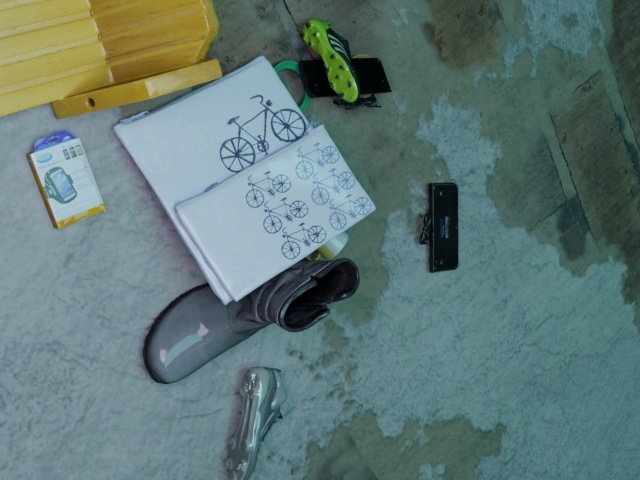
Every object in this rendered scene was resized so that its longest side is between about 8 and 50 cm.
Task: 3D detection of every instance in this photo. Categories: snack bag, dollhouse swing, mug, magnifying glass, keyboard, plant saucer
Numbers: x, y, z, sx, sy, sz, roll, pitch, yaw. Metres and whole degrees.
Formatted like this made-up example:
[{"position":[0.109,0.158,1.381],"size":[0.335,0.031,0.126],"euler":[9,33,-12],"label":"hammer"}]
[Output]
[{"position":[-0.115,-0.116,1.429],"size":[0.323,0.037,0.342],"euler":[-32,89,-27],"label":"snack bag"},{"position":[-0.373,-0.335,1.173],"size":[0.305,0.315,0.346],"euler":[-32,113,-50],"label":"dollhouse swing"},{"position":[0.003,-0.002,1.582],"size":[0.064,0.062,0.078],"euler":[42,64,-21],"label":"mug"},{"position":[-0.069,-0.202,1.540],"size":[0.092,0.026,0.230],"euler":[11,85,-35],"label":"magnifying glass"},{"position":[0.043,-0.280,1.592],"size":[0.192,0.038,0.100],"euler":[-10,78,-35],"label":"keyboard"},{"position":[0.236,-0.026,1.763],"size":[0.108,0.023,0.180],"euler":[-5,96,-41],"label":"keyboard"},{"position":[0.080,-0.307,1.638],"size":[0.084,0.013,0.083],"euler":[-2,94,-34],"label":"plant saucer"}]

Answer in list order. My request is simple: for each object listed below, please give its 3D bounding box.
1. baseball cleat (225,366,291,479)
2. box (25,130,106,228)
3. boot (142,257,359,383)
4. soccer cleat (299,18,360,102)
[{"position":[-0.101,0.325,1.527],"size":[0.109,0.072,0.205],"euler":[12,91,-41],"label":"baseball cleat"},{"position":[-0.387,-0.095,1.326],"size":[0.081,0.028,0.136],"euler":[-25,105,-30],"label":"box"},{"position":[-0.114,0.117,1.409],"size":[0.338,0.223,0.118],"euler":[-41,116,-25],"label":"boot"},{"position":[0.032,-0.320,1.538],"size":[0.072,0.060,0.178],"euler":[-14,66,-40],"label":"soccer cleat"}]
